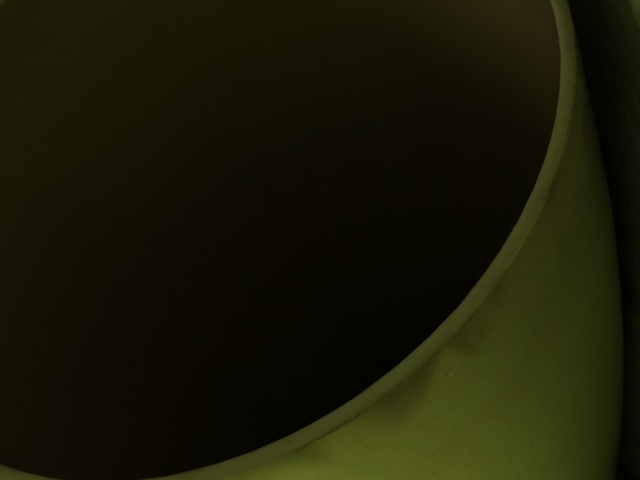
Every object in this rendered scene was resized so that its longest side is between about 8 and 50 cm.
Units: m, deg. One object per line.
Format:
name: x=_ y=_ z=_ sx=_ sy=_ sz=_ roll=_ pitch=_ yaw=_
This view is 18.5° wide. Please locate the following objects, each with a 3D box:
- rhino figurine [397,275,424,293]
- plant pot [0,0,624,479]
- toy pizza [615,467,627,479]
rhino figurine: x=0.031 y=-0.063 z=0.888 sx=0.106 sy=0.073 sz=0.243 roll=151 pitch=99 yaw=-87
plant pot: x=0.012 y=0.041 z=0.736 sx=0.274 sy=0.256 sz=0.256 roll=54 pitch=-171 yaw=-48
toy pizza: x=0.138 y=0.187 z=0.870 sx=0.201 sy=0.032 sz=0.201 roll=162 pitch=90 yaw=-84
